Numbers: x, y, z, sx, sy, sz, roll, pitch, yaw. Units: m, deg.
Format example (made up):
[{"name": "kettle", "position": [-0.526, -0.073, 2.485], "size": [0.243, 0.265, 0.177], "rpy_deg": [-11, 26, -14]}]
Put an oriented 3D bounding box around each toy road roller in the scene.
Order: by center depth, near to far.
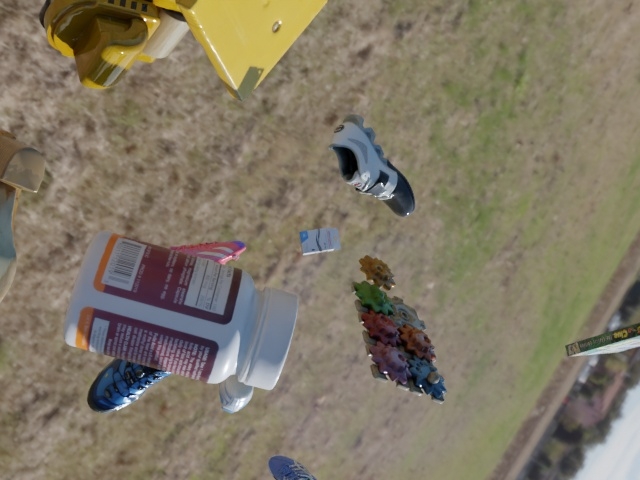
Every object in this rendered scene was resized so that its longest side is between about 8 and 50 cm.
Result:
[{"name": "toy road roller", "position": [-0.409, -0.434, 1.760], "size": [0.330, 0.240, 0.202], "rpy_deg": [3, 149, -42]}]

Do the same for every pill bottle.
[{"name": "pill bottle", "position": [-0.254, 0.138, 1.575], "size": [0.224, 0.392, 0.224], "rpy_deg": [-163, -90, -83]}]

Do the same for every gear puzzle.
[{"name": "gear puzzle", "position": [0.141, 0.140, 1.543], "size": [0.175, 0.339, 0.044], "rpy_deg": [25, 121, -27]}]

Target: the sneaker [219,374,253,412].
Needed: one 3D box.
[{"name": "sneaker", "position": [-0.179, 0.275, 1.867], "size": [0.086, 0.085, 0.237], "rpy_deg": [-51, -163, 37]}]

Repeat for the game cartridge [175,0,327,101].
[{"name": "game cartridge", "position": [-0.117, -0.447, 1.551], "size": [0.285, 0.053, 0.323], "rpy_deg": [-52, 156, -10]}]

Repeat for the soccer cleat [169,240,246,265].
[{"name": "soccer cleat", "position": [-0.298, 0.040, 1.971], "size": [0.248, 0.095, 0.083], "rpy_deg": [-23, 175, 0]}]

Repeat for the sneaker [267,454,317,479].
[{"name": "sneaker", "position": [-0.058, 0.622, 2.210], "size": [0.080, 0.211, 0.081], "rpy_deg": [-50, 146, -20]}]

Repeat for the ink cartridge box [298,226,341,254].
[{"name": "ink cartridge box", "position": [0.000, 0.000, 1.757], "size": [0.028, 0.083, 0.048], "rpy_deg": [129, -49, -81]}]

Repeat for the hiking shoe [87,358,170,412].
[{"name": "hiking shoe", "position": [-0.413, 0.292, 1.966], "size": [0.304, 0.113, 0.132], "rpy_deg": [-34, 175, -14]}]

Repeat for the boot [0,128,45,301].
[{"name": "boot", "position": [-0.481, -0.012, 1.119], "size": [0.104, 0.211, 0.295], "rpy_deg": [33, 76, -43]}]

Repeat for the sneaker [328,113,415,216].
[{"name": "sneaker", "position": [0.130, -0.172, 2.318], "size": [0.122, 0.330, 0.146], "rpy_deg": [-16, -152, 51]}]

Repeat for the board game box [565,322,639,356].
[{"name": "board game box", "position": [0.618, 0.190, 1.665], "size": [0.260, 0.136, 0.030], "rpy_deg": [140, -52, -63]}]
